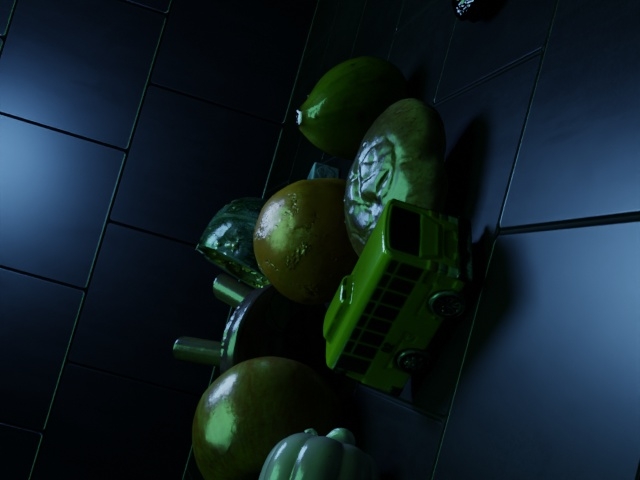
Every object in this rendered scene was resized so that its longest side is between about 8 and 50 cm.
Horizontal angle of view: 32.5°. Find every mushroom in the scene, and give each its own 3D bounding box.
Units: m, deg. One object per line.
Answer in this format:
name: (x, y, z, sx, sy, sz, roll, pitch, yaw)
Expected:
mushroom: (0.118, -0.076, 1.684, 0.278, 0.146, 0.278, -168, 90, -73)

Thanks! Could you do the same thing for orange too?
orange: (0.000, 0.000, 1.931, 0.240, 0.240, 0.240, -164, 90, -80)

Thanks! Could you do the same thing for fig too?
fig: (0.054, -0.256, 2.104, 0.203, 0.225, 0.203, 175, 90, -66)

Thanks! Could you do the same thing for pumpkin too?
pumpkin: (-0.150, 0.000, 2.681, 0.293, 0.263, 0.197, 94, -159, -76)

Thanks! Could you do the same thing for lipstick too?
lipstick: (-0.007, -0.042, 2.503, 0.068, 0.066, 0.317, 117, 165, -46)

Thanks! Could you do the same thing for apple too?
apple: (-0.084, 0.337, 1.825, 0.264, 0.264, 0.264, -164, 90, -80)

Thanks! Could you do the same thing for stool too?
stool: (-0.122, 0.200, 2.062, 0.178, 0.272, 0.272, 8, 79, 41)

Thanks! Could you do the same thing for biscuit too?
biscuit: (0.262, -0.437, 1.740, 0.194, 0.053, 0.194, -163, 90, -79)

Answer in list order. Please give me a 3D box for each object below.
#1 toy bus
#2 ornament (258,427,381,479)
toy bus: (0.102, 0.082, 1.508, 0.128, 0.150, 0.262, -83, 13, -48)
ornament: (0.001, 0.348, 1.572, 0.177, 0.177, 0.177, -164, 90, -80)
